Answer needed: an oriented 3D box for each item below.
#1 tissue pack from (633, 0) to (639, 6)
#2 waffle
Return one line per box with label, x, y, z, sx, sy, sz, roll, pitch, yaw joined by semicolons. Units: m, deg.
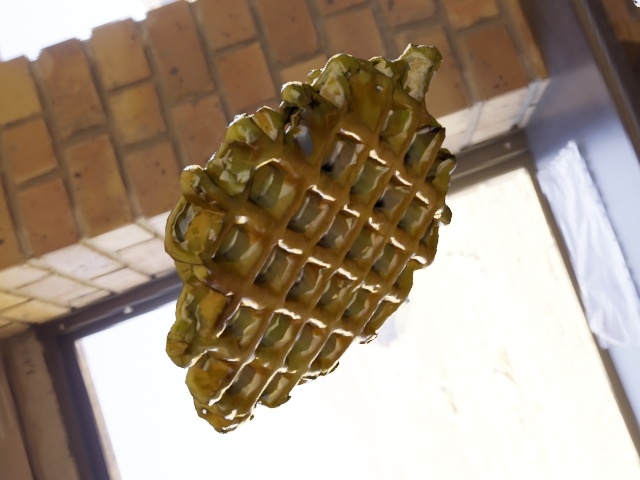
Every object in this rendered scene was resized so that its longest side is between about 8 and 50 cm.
tissue pack;0.316;-0.407;0.729;0.416;0.253;0.264;38;-177;-28
waffle;0.001;0.001;0.550;0.052;0.254;0.245;32;134;32
